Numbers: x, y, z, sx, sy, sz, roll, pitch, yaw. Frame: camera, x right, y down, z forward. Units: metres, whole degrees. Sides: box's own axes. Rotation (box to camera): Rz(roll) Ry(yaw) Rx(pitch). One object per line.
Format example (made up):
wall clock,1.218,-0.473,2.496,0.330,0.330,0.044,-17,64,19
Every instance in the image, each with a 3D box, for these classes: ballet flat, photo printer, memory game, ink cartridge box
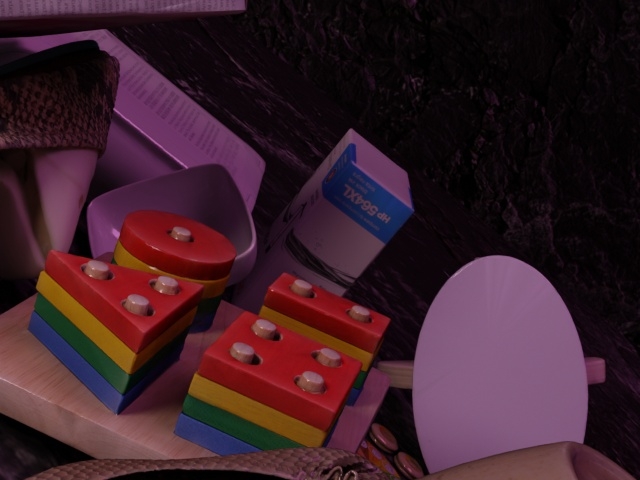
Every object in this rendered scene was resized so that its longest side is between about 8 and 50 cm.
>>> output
ballet flat,-0.072,0.154,0.627,0.250,0.058,0.084,-3,79,-23
photo printer,-0.204,-0.114,1.198,0.307,0.107,0.256,39,15,-11
memory game,0.051,0.212,1.119,0.186,0.012,0.186,39,15,-12
ink cartridge box,-0.278,-0.178,0.841,0.330,0.071,0.324,-12,13,-41
ballet flat,-0.264,-0.039,0.793,0.182,0.164,0.483,65,21,1
ink cartridge box,0.000,0.000,1.219,0.086,0.203,0.148,37,15,-11

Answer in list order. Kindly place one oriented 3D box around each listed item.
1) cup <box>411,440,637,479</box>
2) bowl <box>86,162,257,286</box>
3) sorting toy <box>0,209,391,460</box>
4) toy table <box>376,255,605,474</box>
cup,0.127,0.263,0.720,0.331,0.237,0.331,39,14,-12
bowl,-0.128,0.004,1.038,0.142,0.142,0.053,-114,-171,-47
sorting toy,-0.081,0.069,0.821,0.255,0.089,0.257,24,18,7
toy table,0.183,0.152,1.248,0.252,0.274,0.161,10,2,5
